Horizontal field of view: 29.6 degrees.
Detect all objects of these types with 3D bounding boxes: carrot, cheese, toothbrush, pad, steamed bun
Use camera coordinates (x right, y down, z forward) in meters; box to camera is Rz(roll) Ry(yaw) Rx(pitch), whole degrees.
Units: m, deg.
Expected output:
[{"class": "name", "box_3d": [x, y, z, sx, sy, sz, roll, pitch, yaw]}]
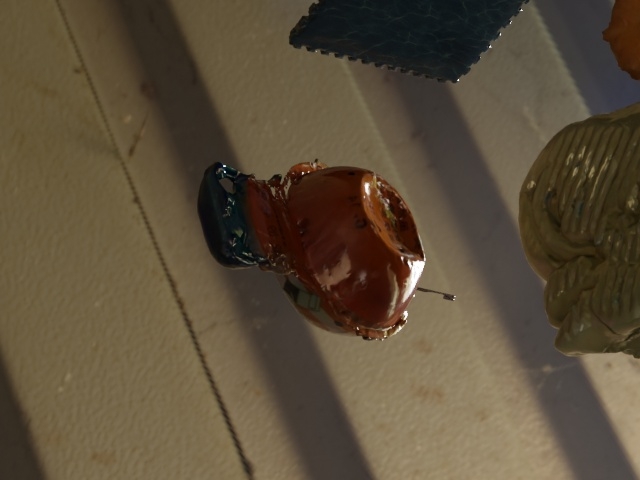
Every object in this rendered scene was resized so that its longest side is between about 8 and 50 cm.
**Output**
[{"class": "carrot", "box_3d": [0.470, -0.274, 1.574, 0.254, 0.196, 0.196, 0, -120, -49]}, {"class": "cheese", "box_3d": [0.000, 0.000, 1.241, 0.329, 0.129, 0.216, 15, -130, -52]}, {"class": "toothbrush", "box_3d": [0.132, 0.066, 1.614, 0.097, 0.006, 0.008, 14, -102, -6]}, {"class": "pad", "box_3d": [0.133, -0.287, 1.358, 0.270, 0.269, 0.012, 6, -132, -35]}, {"class": "steamed bun", "box_3d": [0.367, -0.008, 1.288, 0.207, 0.280, 0.267, 21, -127, -36]}]
